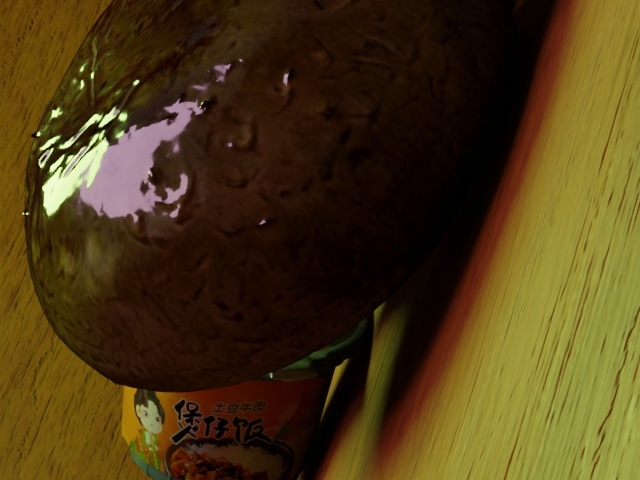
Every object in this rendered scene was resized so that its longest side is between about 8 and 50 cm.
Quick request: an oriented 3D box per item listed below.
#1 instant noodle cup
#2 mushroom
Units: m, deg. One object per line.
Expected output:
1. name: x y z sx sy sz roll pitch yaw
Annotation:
1. instant noodle cup: -0.065 0.098 1.302 0.208 0.177 0.126 -105 24 -69
2. mushroom: -0.036 -0.065 1.138 0.345 0.239 0.345 -28 55 49
